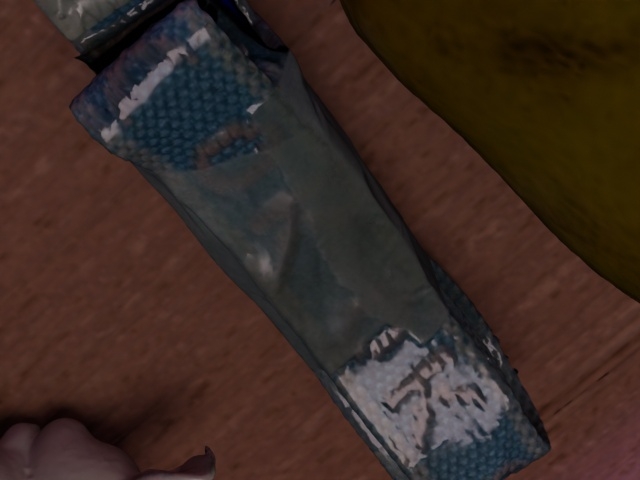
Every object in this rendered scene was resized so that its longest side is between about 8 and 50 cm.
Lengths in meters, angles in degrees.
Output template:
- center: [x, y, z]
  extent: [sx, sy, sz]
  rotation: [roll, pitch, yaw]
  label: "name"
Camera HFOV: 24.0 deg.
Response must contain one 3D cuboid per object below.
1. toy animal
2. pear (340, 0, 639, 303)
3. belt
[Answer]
- center: [-0.119, 0.112, 0.662]
  extent: [0.124, 0.085, 0.071]
  rotation: [4, 105, -20]
  label: "toy animal"
- center: [0.203, -0.113, 0.417]
  extent: [0.414, 0.352, 0.352]
  rotation: [2, 123, -7]
  label: "pear"
- center: [0.000, 0.000, 0.599]
  extent: [0.072, 0.087, 0.302]
  rotation: [-30, 124, 13]
  label: "belt"
